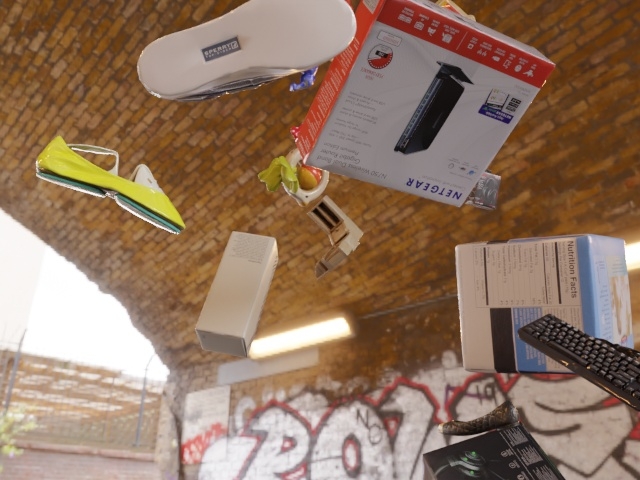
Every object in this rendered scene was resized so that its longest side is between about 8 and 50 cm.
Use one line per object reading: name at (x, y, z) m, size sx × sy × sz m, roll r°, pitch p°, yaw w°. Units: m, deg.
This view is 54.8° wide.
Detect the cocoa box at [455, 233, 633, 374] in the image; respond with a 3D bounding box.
cocoa box at (0.428, 0.111, 1.147) m, size 0.228 × 0.231 × 0.347 m, roll -6°, pitch -5°, yaw 35°

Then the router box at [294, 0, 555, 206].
router box at (0.171, -0.229, 1.041) m, size 0.336 × 0.082 × 0.301 m, roll 12°, pitch -56°, yaw -26°

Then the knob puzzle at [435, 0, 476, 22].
knob puzzle at (0.300, -0.480, 1.511) m, size 0.213 × 0.213 × 0.030 m, roll -11°, pitch -10°, yaw 21°

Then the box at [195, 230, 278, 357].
box at (-0.181, 0.116, 1.389) m, size 0.113 × 0.275 × 0.094 m, roll 10°, pitch -37°, yaw 9°

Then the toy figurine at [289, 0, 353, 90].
toy figurine at (-0.035, -0.435, 1.403) m, size 0.217 × 0.191 × 0.362 m, roll -4°, pitch -47°, yaw 26°

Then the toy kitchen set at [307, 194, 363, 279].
toy kitchen set at (0.000, 0.000, 0.807) m, size 0.075 × 0.083 × 0.068 m, roll 46°, pitch -63°, yaw -3°

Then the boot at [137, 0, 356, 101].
boot at (-0.062, -0.170, 0.554) m, size 0.190 × 0.069 × 0.086 m, roll -12°, pitch 7°, yaw 4°

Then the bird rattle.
bird rattle at (-0.056, -0.221, 1.839) m, size 0.143 × 0.253 × 0.206 m, roll 2°, pitch -44°, yaw 43°

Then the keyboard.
keyboard at (0.352, 0.143, 0.778) m, size 0.108 × 0.180 × 0.023 m, roll -12°, pitch -59°, yaw -34°

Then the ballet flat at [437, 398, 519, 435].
ballet flat at (0.292, 0.334, 1.148) m, size 0.058 × 0.049 × 0.173 m, roll 6°, pitch -25°, yaw -45°

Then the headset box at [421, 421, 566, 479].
headset box at (0.387, 0.573, 1.378) m, size 0.283 × 0.246 × 0.131 m, roll -14°, pitch -56°, yaw -14°

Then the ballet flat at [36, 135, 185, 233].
ballet flat at (-0.298, -0.087, 0.913) m, size 0.231 × 0.077 × 0.077 m, roll 23°, pitch -12°, yaw -10°

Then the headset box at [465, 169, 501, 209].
headset box at (0.357, -0.114, 1.352) m, size 0.062 × 0.083 × 0.032 m, roll 13°, pitch -3°, yaw -22°
